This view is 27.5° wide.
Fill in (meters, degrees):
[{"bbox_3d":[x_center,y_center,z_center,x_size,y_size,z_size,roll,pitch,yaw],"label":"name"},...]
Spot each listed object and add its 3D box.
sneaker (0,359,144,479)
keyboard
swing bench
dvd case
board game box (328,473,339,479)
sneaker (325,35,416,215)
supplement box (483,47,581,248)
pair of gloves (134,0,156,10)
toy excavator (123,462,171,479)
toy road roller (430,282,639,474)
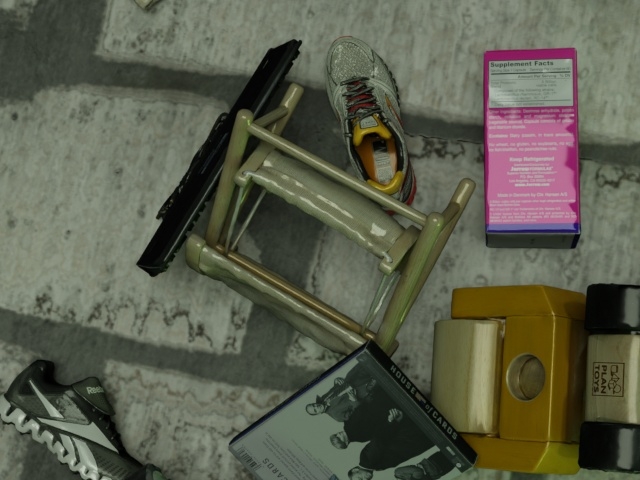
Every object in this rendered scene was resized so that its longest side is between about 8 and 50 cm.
[{"bbox_3d":[-0.281,0.223,1.578,0.234,0.078,0.106,32,88,13],"label":"sneaker"},{"bbox_3d":[-0.125,-0.095,1.565,0.033,0.201,0.317,34,82,-15],"label":"keyboard"},{"bbox_3d":[0.000,0.000,1.490,0.253,0.165,0.255,29,116,11],"label":"swing bench"},{"bbox_3d":[0.032,0.237,1.476,0.179,0.029,0.238,48,123,-6],"label":"dvd case"},{"bbox_3d":[0.004,0.373,1.489,0.194,0.060,0.194,-20,104,16],"label":"board game box"},{"bbox_3d":[0.064,-0.147,1.587,0.088,0.093,0.225,-20,78,4],"label":"sneaker"},{"bbox_3d":[0.249,-0.107,1.548,0.114,0.111,0.220,1,80,8],"label":"supplement box"},{"bbox_3d":[-0.227,-0.441,1.698,0.204,0.042,0.240,35,89,8],"label":"pair of gloves"},{"bbox_3d":[-0.115,0.531,1.451,0.222,0.445,0.433,-37,37,1],"label":"toy excavator"},{"bbox_3d":[0.305,0.164,1.480,0.329,0.240,0.203,-4,78,44],"label":"toy road roller"}]
